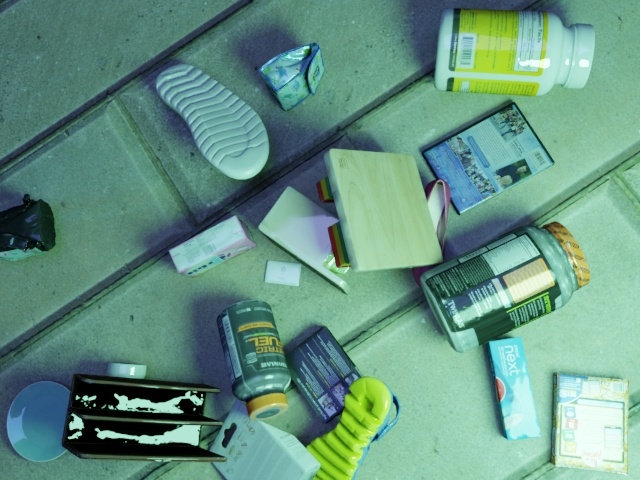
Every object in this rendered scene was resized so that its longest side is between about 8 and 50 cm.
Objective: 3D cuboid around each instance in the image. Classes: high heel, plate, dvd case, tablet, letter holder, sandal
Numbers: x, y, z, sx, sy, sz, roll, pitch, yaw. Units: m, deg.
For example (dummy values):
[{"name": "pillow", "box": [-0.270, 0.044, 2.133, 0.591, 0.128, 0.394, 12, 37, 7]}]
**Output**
[{"name": "high heel", "box": [0.252, -0.017, 1.456, 0.082, 0.117, 0.243, 14, 81, 10]}, {"name": "plate", "box": [-0.660, 0.432, 1.546, 0.188, 0.024, 0.188, -2, 78, 9]}, {"name": "dvd case", "box": [0.393, -0.195, 1.521, 0.253, 0.022, 0.180, -28, 75, 2]}, {"name": "tablet", "box": [-0.090, 0.078, 1.544, 0.083, 0.006, 0.054, 6, 80, 9]}, {"name": "letter holder", "box": [-0.355, 0.372, 1.346, 0.302, 0.214, 0.151, 12, 78, -28]}, {"name": "sandal", "box": [0.075, 0.428, 1.391, 0.126, 0.138, 0.317, 45, 108, 29]}, {"name": "sandal", "box": [-0.257, -0.292, 1.601, 0.169, 0.102, 0.416, -31, 63, -14]}]

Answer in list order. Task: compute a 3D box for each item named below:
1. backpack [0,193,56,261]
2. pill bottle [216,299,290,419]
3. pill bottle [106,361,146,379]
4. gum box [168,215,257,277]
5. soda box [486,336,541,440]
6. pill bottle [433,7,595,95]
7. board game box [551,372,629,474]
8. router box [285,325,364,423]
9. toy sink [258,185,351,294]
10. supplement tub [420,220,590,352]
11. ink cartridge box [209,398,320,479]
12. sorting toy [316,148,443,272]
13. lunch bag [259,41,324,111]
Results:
[{"name": "backpack", "box": [-0.757, -0.014, 1.604, 0.182, 0.115, 0.151, -16, 66, 6]}, {"name": "pill bottle", "box": [-0.142, 0.265, 1.421, 0.131, 0.130, 0.245, -21, 61, 4]}, {"name": "pill bottle", "box": [-0.457, 0.387, 1.479, 0.118, 0.117, 0.208, 3, 79, 9]}, {"name": "gum box", "box": [-0.257, 0.021, 1.527, 0.189, 0.107, 0.062, -27, 76, 2]}, {"name": "soda box", "box": [0.414, 0.318, 1.393, 0.071, 0.067, 0.209, -9, 77, 6]}, {"name": "pill bottle", "box": [0.435, -0.428, 1.477, 0.334, 0.188, 0.187, 6, 80, 9]}, {"name": "board game box", "box": [0.571, 0.385, 1.368, 0.147, 0.045, 0.193, 5, 80, 9]}, {"name": "router box", "box": [0.011, 0.303, 1.464, 0.133, 0.046, 0.178, -37, 76, 0]}, {"name": "toy sink", "box": [0.000, 0.000, 1.473, 0.234, 0.153, 0.131, 35, 85, 14]}, {"name": "supplement tub", "box": [0.391, 0.093, 1.376, 0.316, 0.193, 0.193, -25, 76, 2]}, {"name": "ink cartridge box", "box": [-0.129, 0.486, 1.420, 0.232, 0.066, 0.189, 41, 113, 33]}, {"name": "sorting toy", "box": [0.118, -0.055, 1.385, 0.089, 0.256, 0.257, -28, 71, 47]}, {"name": "lunch bag", "box": [-0.057, -0.403, 1.572, 0.151, 0.129, 0.096, -38, 77, -3]}]
